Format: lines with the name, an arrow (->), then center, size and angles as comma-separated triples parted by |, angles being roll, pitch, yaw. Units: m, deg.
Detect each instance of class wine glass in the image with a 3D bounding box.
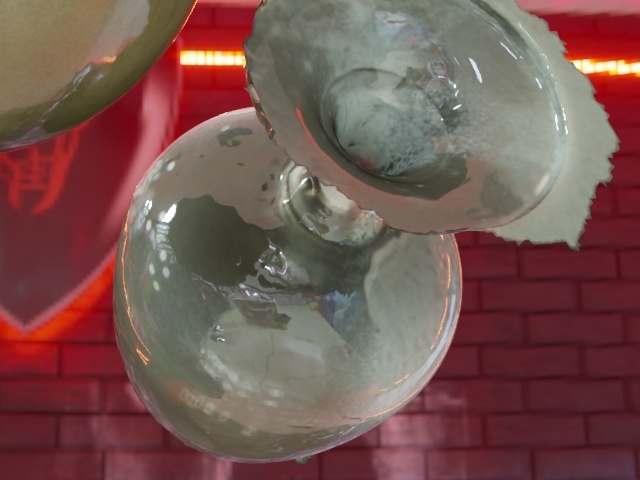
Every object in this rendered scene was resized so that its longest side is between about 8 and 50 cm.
wine glass -> 0.000, 0.000, 0.930 | 0.238, 0.238, 0.323 | 6, -32, -20

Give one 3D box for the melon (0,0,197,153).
melon -> -0.178, -0.165, 0.733 | 0.271, 0.272, 0.308 | 3, -4, -13
